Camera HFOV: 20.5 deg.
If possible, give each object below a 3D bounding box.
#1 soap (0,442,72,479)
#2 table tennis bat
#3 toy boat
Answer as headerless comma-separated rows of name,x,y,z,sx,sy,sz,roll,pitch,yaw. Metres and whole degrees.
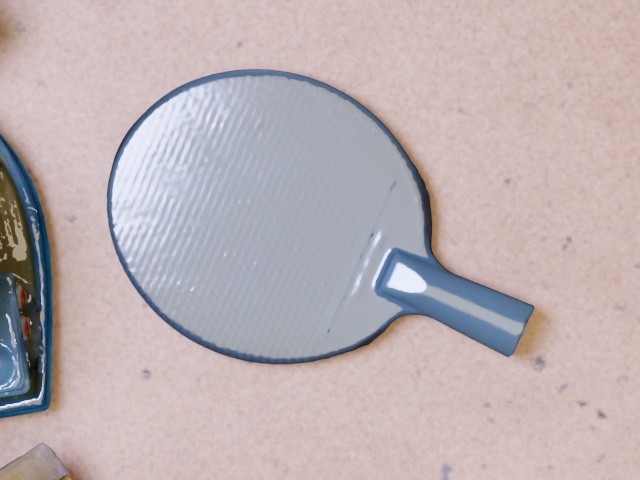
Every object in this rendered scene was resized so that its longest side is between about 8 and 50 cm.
soap,-0.264,0.281,1.227,0.274,0.089,0.173,-32,89,-32
table tennis bat,0.000,0.000,1.309,0.329,0.044,0.215,24,91,0
toy boat,-0.251,0.014,1.277,0.109,0.098,0.238,-8,92,-4
